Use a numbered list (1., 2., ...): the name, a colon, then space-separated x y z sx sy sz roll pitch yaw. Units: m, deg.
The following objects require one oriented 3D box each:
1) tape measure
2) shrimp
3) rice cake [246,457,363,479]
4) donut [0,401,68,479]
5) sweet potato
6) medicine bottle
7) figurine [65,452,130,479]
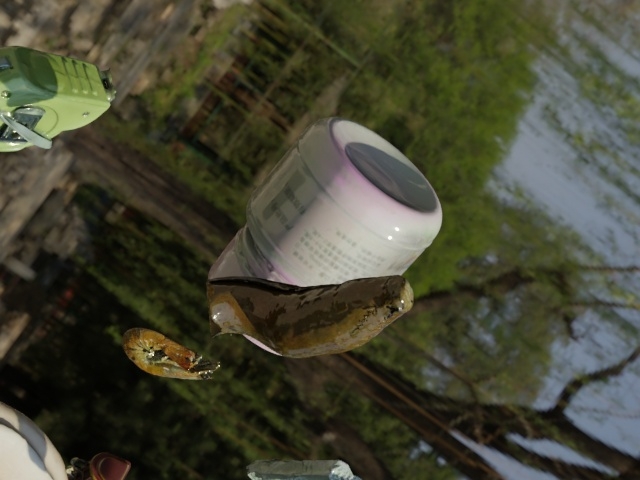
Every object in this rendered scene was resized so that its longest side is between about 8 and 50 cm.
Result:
1. tape measure: -0.409 -0.188 1.498 0.175 0.106 0.200 -34 159 29
2. shrimp: -0.296 0.225 2.145 0.115 0.217 0.051 80 30 -45
3. rice cake: -0.024 0.391 1.788 0.226 0.085 0.040 -13 -147 47
4. donut: -0.489 0.362 1.333 0.142 0.382 0.382 2 -126 55
5. sweet potato: -0.017 0.082 1.217 0.286 0.112 0.085 -2 -125 41
6. medicine bottle: 0.000 0.000 1.591 0.302 0.241 0.241 -49 -170 23
7. figurine: -0.444 0.455 2.089 0.154 0.098 0.082 -35 -156 40
